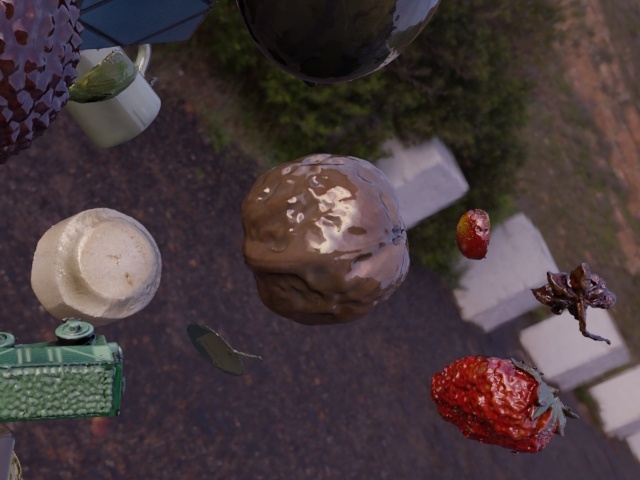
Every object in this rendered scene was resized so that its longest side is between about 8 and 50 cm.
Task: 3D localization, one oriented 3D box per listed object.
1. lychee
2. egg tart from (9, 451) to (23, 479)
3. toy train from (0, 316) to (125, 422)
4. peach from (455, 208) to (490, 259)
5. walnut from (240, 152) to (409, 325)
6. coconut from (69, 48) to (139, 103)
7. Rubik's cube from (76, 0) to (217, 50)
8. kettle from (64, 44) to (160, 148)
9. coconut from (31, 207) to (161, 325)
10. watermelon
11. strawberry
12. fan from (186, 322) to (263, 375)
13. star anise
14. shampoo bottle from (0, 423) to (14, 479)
[{"bbox_3d":[-0.258,-0.152,0.732,0.188,0.188,0.188,56,18,-27],"label":"lychee"},{"bbox_3d":[-0.668,0.398,1.798,0.279,0.095,0.279,21,20,-8],"label":"egg tart"},{"bbox_3d":[-0.439,0.199,1.540,0.154,0.270,0.115,-132,-134,-62],"label":"toy train"},{"bbox_3d":[0.262,-0.010,1.719,0.077,0.050,0.083,-134,-136,-68],"label":"peach"},{"bbox_3d":[0.001,0.002,1.499,0.273,0.273,0.227,55,41,-28],"label":"walnut"},{"bbox_3d":[-0.342,-0.242,1.516,0.133,0.158,0.055,-4,82,-49],"label":"coconut"},{"bbox_3d":[-0.250,-0.379,1.255,0.205,0.205,0.207,-14,80,-31],"label":"Rubik's cube"},{"bbox_3d":[-0.434,-0.345,1.946,0.165,0.240,0.255,14,-32,47],"label":"kettle"},{"bbox_3d":[-0.461,0.061,2.009,0.238,0.266,0.237,4,82,-32],"label":"coconut"},{"bbox_3d":[0.026,-0.360,1.324,0.279,0.359,0.278,14,52,-19],"label":"watermelon"},{"bbox_3d":[0.231,0.231,1.406,0.098,0.228,0.174,-61,138,-26],"label":"strawberry"},{"bbox_3d":[-0.142,0.171,1.512,0.005,0.175,0.113,-47,120,-29],"label":"fan"},{"bbox_3d":[0.393,0.100,1.480,0.191,0.097,0.070,37,28,-39],"label":"star anise"},{"bbox_3d":[-0.374,0.353,0.977,0.084,0.126,0.350,8,91,-47],"label":"shampoo bottle"}]
